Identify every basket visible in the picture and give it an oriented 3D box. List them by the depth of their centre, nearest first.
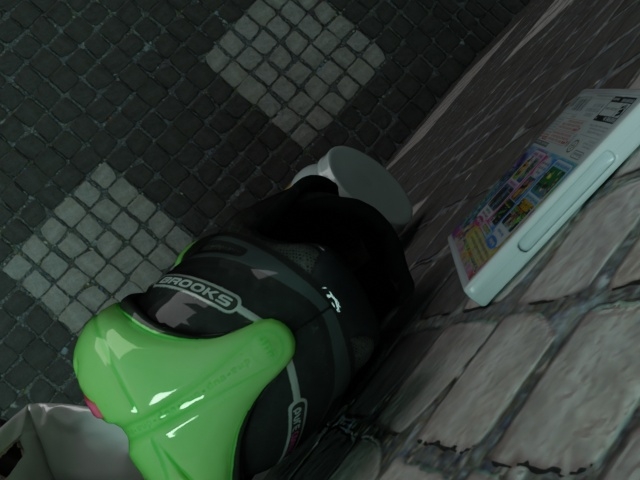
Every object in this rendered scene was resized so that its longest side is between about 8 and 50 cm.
[{"bbox_3d":[-0.180,0.205,0.607,0.113,0.167,0.103,-53,-40,-58],"label":"basket"}]

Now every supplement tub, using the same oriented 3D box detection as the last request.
[{"bbox_3d":[0.000,0.000,0.931,0.199,0.144,0.144,-48,3,30],"label":"supplement tub"}]

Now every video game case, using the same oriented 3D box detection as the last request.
[{"bbox_3d":[0.136,-0.034,0.484,0.143,0.019,0.157,-49,3,12],"label":"video game case"}]

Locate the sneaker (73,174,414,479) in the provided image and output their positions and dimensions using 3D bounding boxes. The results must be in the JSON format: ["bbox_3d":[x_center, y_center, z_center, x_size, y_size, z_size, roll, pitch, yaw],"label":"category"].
[{"bbox_3d":[-0.022,0.055,0.625,0.202,0.185,0.483,-31,7,4],"label":"sneaker"}]

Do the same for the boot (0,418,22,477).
[{"bbox_3d":[-0.388,0.360,0.990,0.264,0.280,0.096,-47,45,-4],"label":"boot"}]

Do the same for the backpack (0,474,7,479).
[{"bbox_3d":[-0.375,0.359,0.806,0.225,0.253,0.191,-49,38,-17],"label":"backpack"}]
